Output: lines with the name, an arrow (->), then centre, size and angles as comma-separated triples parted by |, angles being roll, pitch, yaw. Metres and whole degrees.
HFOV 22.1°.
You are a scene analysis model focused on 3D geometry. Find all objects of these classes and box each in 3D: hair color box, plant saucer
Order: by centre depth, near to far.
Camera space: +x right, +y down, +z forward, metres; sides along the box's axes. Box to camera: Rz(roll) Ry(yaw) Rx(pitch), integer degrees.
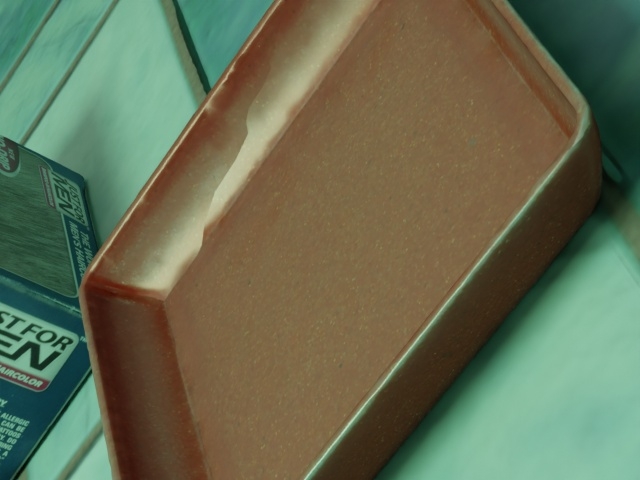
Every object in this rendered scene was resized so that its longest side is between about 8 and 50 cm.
plant saucer -> 0.000, 0.000, 0.661 | 0.258, 0.048, 0.259 | -53, 29, 19
hair color box -> -0.258, 0.114, 0.937 | 0.347, 0.105, 0.174 | -53, 30, 17
